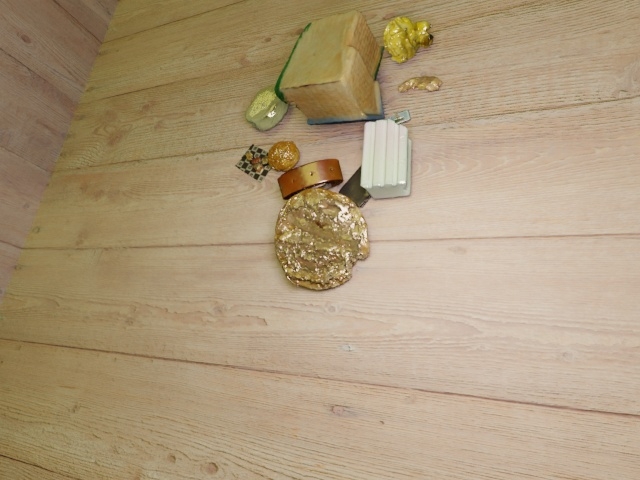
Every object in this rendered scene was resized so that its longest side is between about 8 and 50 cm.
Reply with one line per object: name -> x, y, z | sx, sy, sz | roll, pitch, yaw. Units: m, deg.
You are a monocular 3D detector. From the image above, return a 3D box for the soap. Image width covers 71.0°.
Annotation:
soap -> 0.248, -0.307, 1.678 | 0.173, 0.095, 0.289 | -4, 68, 23

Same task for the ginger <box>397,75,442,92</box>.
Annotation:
ginger -> 0.401, -0.628, 1.804 | 0.173, 0.051, 0.069 | 2, 64, 32

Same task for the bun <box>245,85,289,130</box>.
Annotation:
bun -> -0.236, -0.603, 2.067 | 0.221, 0.108, 0.221 | -16, 57, 27

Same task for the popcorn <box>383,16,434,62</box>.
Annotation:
popcorn -> 0.355, -0.844, 1.851 | 0.195, 0.168, 0.173 | -34, 20, -3

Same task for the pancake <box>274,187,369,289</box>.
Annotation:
pancake -> 0.000, 0.000, 1.658 | 0.382, 0.071, 0.382 | -2, 84, 16

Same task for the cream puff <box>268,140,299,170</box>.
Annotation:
cream puff -> -0.164, -0.365, 1.927 | 0.144, 0.103, 0.126 | -25, 61, 21

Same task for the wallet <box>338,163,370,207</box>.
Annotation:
wallet -> 0.187, -0.248, 1.751 | 0.124, 0.025, 0.244 | 37, 87, 31

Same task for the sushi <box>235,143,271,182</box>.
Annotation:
sushi -> -0.300, -0.361, 2.035 | 0.201, 0.031, 0.139 | 33, 86, 33

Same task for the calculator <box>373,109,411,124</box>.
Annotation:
calculator -> 0.278, -0.479, 1.815 | 0.172, 0.018, 0.057 | -16, 64, 18

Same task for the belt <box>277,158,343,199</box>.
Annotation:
belt -> -0.038, -0.239, 1.761 | 0.261, 0.184, 0.105 | -19, 84, 28

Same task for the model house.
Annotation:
model house -> 0.081, -0.646, 1.804 | 0.334, 0.342, 0.382 | 5, 68, 36
